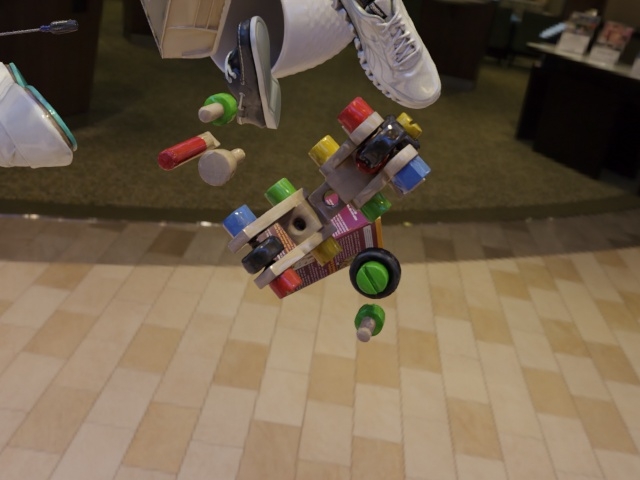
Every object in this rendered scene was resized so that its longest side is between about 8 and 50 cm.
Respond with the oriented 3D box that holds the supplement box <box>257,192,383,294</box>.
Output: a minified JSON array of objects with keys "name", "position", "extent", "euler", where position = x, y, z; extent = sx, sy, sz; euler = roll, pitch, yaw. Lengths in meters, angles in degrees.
[{"name":"supplement box","position":[0.000,0.000,1.291],"extent":[0.188,0.104,0.081],"euler":[-25,60,-7]}]

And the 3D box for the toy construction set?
[{"name":"toy construction set","position":[-0.009,-0.080,0.984],"extent":[0.308,0.258,0.237],"euler":[24,22,7]}]

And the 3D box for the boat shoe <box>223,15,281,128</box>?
[{"name":"boat shoe","position":[-0.132,-0.294,1.462],"extent":[0.091,0.302,0.114],"euler":[3,64,4]}]

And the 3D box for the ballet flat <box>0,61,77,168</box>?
[{"name":"ballet flat","position":[-0.491,-0.183,1.270],"extent":[0.139,0.139,0.400],"euler":[-4,24,-30]}]

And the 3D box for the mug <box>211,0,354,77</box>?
[{"name":"mug","position":[-0.097,-0.536,1.796],"extent":[0.374,0.276,0.328],"euler":[34,39,28]}]

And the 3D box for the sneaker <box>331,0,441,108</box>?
[{"name":"sneaker","position":[0.108,-0.344,1.327],"extent":[0.110,0.292,0.118],"euler":[-38,13,-6]}]

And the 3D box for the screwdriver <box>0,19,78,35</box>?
[{"name":"screwdriver","position":[-0.545,-0.402,1.525],"extent":[0.169,0.025,0.024],"euler":[-2,-15,2]}]

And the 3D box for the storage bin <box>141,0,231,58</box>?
[{"name":"storage bin","position":[-0.273,-0.535,1.569],"extent":[0.123,0.260,0.262],"euler":[-8,58,-27]}]
